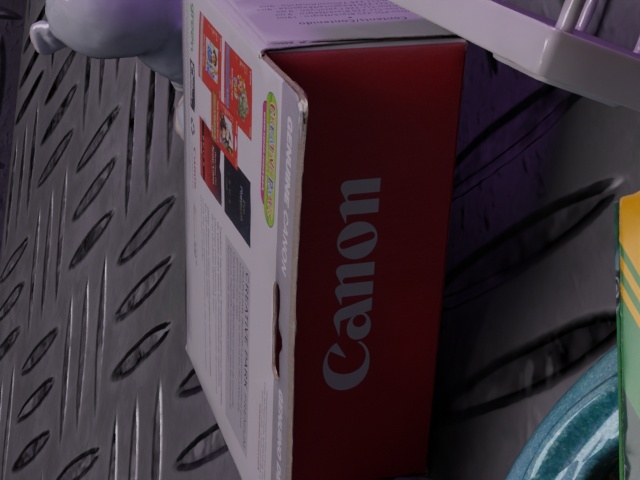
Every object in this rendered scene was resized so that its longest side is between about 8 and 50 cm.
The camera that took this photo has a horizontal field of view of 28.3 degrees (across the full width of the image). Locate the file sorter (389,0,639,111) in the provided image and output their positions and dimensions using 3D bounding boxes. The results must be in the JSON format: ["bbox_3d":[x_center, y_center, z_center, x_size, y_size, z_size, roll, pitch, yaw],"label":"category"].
[{"bbox_3d":[0.144,-0.159,0.591,0.173,0.193,0.277,-69,26,14],"label":"file sorter"}]

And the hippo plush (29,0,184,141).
[{"bbox_3d":[-0.155,-0.194,1.204,0.234,0.237,0.294,-58,32,39],"label":"hippo plush"}]

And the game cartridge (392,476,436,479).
[{"bbox_3d":[0.090,0.303,0.675,0.355,0.068,0.230,-137,57,-62],"label":"game cartridge"}]

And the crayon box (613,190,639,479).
[{"bbox_3d":[0.218,0.057,0.312,0.278,0.081,0.165,-9,69,33],"label":"crayon box"}]

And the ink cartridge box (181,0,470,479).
[{"bbox_3d":[0.000,0.000,0.814,0.272,0.130,0.309,-124,32,-58],"label":"ink cartridge box"}]

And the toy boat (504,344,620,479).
[{"bbox_3d":[0.117,0.183,0.467,0.318,0.148,0.267,-55,34,5],"label":"toy boat"}]
